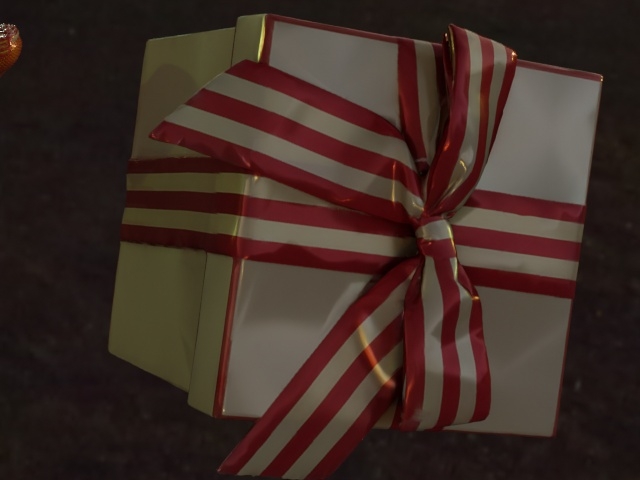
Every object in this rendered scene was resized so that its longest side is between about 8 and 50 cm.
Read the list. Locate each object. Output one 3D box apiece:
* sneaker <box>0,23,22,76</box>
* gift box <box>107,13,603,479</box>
[{"bbox_3d":[-0.235,-0.104,0.981,0.064,0.067,0.175,-16,4,-29],"label":"sneaker"},{"bbox_3d":[0.000,0.000,0.912,0.276,0.255,0.258,1,4,-26],"label":"gift box"}]
